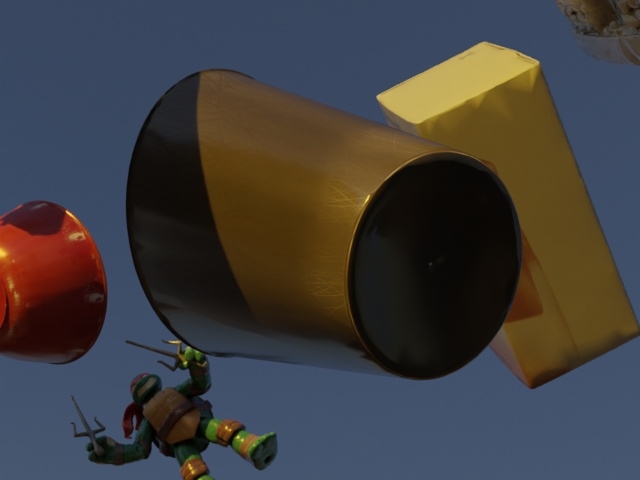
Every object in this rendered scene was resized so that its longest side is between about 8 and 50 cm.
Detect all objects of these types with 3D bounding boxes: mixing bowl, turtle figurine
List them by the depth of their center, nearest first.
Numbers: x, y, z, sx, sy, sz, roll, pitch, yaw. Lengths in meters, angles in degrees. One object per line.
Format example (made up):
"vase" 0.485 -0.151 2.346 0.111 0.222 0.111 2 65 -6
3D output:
"mixing bowl" -0.323 0.052 1.222 0.181 0.098 0.181 5 -80 33
"turtle figurine" -0.165 0.202 1.312 0.234 0.118 0.175 34 -89 30

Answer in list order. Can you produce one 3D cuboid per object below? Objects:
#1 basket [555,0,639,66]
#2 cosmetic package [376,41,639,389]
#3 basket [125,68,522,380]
"basket" 0.310 -0.340 0.923 0.331 0.328 0.266 -38 -81 4
"cosmetic package" 0.181 -0.026 1.123 0.129 0.153 0.296 -26 -71 -3
"basket" 0.000 0.000 0.714 0.227 0.154 0.204 15 -64 54
